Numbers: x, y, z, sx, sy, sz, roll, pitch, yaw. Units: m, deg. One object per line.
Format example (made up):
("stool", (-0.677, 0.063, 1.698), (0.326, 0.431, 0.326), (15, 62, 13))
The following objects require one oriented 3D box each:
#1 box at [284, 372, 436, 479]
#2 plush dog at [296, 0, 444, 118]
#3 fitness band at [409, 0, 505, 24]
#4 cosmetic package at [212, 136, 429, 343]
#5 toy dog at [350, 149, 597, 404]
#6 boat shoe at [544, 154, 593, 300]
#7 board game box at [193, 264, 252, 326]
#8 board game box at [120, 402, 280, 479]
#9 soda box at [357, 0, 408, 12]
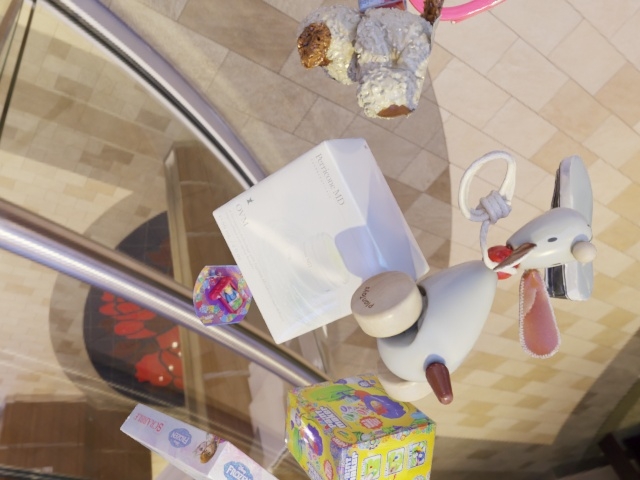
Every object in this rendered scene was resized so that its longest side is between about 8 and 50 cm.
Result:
("box", (0.094, 0.507, 1.399), (0.279, 0.290, 0.176), (-4, 105, -29))
("plush dog", (0.070, -0.326, 0.898), (0.226, 0.262, 0.210), (15, 108, 5))
("fitness band", (0.310, -0.578, 1.106), (0.291, 0.054, 0.208), (-21, 96, 14))
("cosmetic package", (0.000, 0.000, 0.796), (0.225, 0.224, 0.138), (-28, 177, 29))
("toy dog", (0.195, 0.077, 0.632), (0.333, 0.161, 0.220), (-48, 122, 6))
("boat shoe", (0.516, -0.025, 1.153), (0.113, 0.105, 0.306), (-12, 98, -41))
("board game box", (-0.204, 0.123, 1.194), (0.033, 0.133, 0.169), (2, 180, 40))
("board game box", (-0.191, 0.456, 1.054), (0.319, 0.066, 0.318), (0, 138, 44))
("soda box", (0.131, -0.469, 1.075), (0.084, 0.092, 0.263), (-9, -176, 15))
